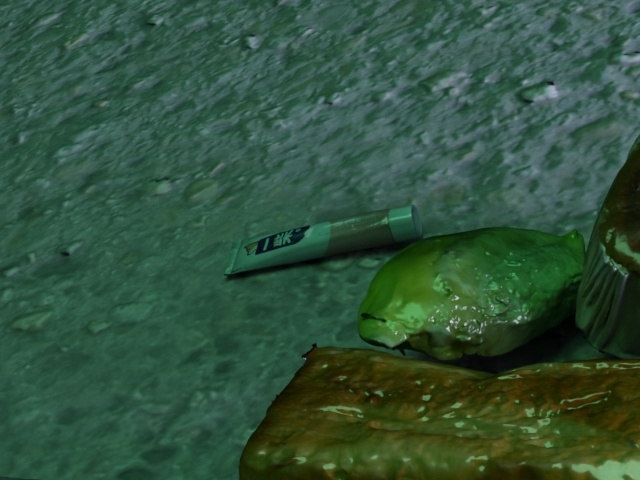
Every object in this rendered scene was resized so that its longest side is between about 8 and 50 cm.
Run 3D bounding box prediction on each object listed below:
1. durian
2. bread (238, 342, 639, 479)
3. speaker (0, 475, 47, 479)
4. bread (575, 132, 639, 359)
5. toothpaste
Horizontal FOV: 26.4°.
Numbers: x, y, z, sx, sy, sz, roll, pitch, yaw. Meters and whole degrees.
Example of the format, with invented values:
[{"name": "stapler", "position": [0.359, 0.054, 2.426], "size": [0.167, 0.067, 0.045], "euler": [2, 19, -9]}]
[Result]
[{"name": "durian", "position": [0.126, 0.044, 1.152], "size": [0.250, 0.101, 0.139], "euler": [-9, 4, -26]}, {"name": "bread", "position": [0.123, 0.171, 0.966], "size": [0.344, 0.149, 0.195], "euler": [1, 28, 28]}, {"name": "speaker", "position": [-0.129, 0.262, 0.878], "size": [0.406, 0.184, 0.183], "euler": [0, -2, 27]}, {"name": "bread", "position": [0.316, 0.008, 1.097], "size": [0.192, 0.110, 0.210], "euler": [21, 47, 16]}, {"name": "toothpaste", "position": [0.000, 0.000, 1.376], "size": [0.205, 0.036, 0.056], "euler": [-11, 33, 19]}]
